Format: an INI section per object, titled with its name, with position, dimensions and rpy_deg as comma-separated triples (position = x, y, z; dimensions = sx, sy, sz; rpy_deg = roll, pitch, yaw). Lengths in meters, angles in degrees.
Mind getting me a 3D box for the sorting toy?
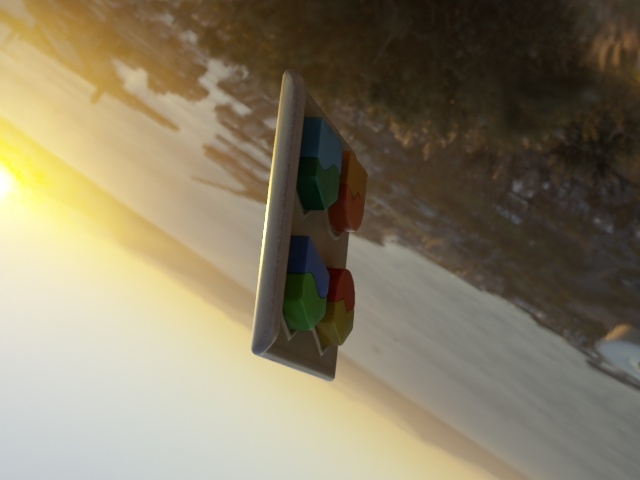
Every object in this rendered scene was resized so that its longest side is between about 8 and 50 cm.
[sorting toy]
position = 0.000, 0.000, 0.694
dimensions = 0.038, 0.193, 0.208
rpy_deg = 3, 167, 13
